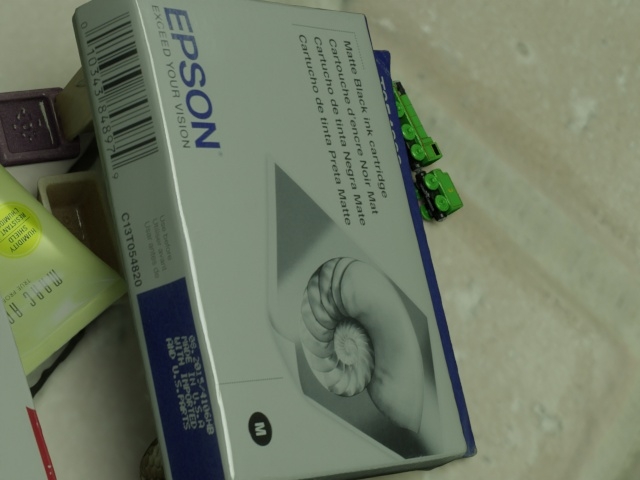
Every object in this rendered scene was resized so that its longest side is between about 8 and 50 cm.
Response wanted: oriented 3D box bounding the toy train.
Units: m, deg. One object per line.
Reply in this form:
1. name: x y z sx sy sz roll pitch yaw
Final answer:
1. toy train: 0.050 -0.049 0.966 0.024 0.017 0.083 -18 81 -44

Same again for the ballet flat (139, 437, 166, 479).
1. ballet flat: 0.008 0.178 0.835 0.250 0.058 0.084 46 33 -14

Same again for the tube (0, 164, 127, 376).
1. tube: -0.193 -0.041 0.795 0.240 0.070 0.062 51 31 -6

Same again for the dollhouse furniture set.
1. dollhouse furniture set: -0.087 -0.033 0.840 0.091 0.081 0.114 -9 76 -32

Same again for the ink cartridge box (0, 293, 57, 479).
1. ink cartridge box: -0.186 0.099 0.673 0.127 0.176 0.128 -13 78 -30

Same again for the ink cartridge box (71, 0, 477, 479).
1. ink cartridge box: 0.000 0.000 0.843 0.224 0.045 0.223 -1 75 -51
